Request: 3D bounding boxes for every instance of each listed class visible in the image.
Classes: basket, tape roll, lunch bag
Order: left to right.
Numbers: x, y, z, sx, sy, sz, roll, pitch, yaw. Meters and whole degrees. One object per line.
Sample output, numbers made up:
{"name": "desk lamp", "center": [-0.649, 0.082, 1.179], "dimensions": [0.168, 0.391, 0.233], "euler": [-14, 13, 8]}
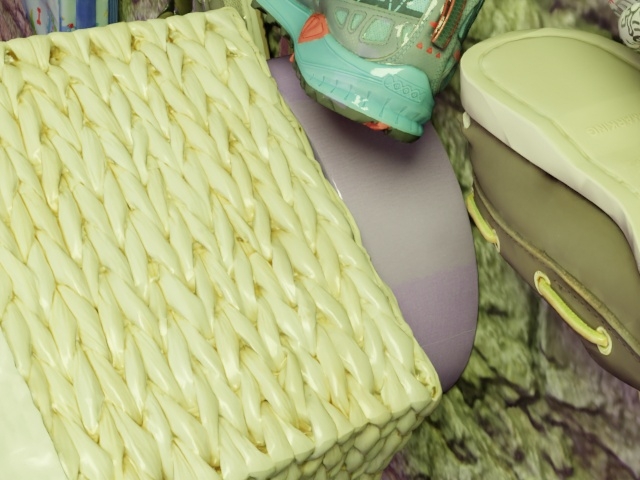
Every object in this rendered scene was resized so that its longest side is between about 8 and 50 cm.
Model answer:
{"name": "lunch bag", "center": [-0.291, -0.310, 1.327], "dimensions": [0.176, 0.090, 0.219], "euler": [58, 151, 37]}
{"name": "basket", "center": [-0.134, 0.076, 0.750], "dimensions": [0.331, 0.266, 0.328], "euler": [62, 153, 24]}
{"name": "tape roll", "center": [0.000, 0.000, 0.845], "dimensions": [0.275, 0.090, 0.275], "euler": [42, 140, 49]}

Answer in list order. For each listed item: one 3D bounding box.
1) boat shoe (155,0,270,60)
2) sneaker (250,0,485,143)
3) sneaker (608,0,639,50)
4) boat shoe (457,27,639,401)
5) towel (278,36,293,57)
{"name": "boat shoe", "center": [-0.098, -0.180, 0.964], "dimensions": [0.103, 0.092, 0.285], "euler": [-145, 48, -61]}
{"name": "sneaker", "center": [0.033, -0.167, 0.717], "dimensions": [0.125, 0.104, 0.262], "euler": [-56, 36, 21]}
{"name": "sneaker", "center": [0.174, -0.150, 0.386], "dimensions": [0.270, 0.090, 0.145], "euler": [158, 96, -70]}
{"name": "boat shoe", "center": [0.157, 0.016, 0.492], "dimensions": [0.324, 0.116, 0.097], "euler": [-127, 27, -48]}
{"name": "towel", "center": [-0.019, -0.121, 0.929], "dimensions": [0.060, 0.009, 0.083], "euler": [53, 149, 40]}
